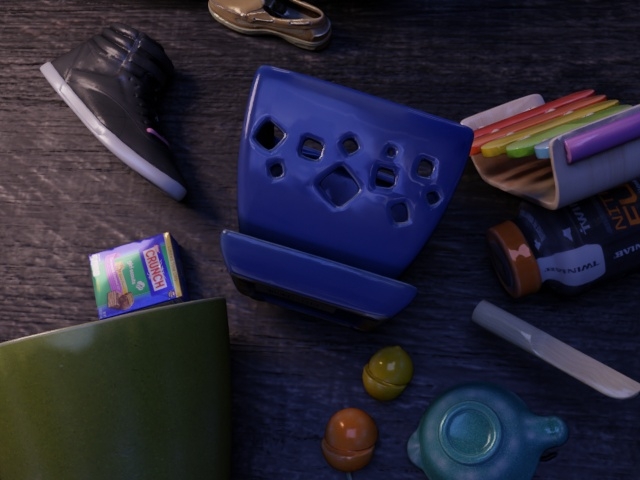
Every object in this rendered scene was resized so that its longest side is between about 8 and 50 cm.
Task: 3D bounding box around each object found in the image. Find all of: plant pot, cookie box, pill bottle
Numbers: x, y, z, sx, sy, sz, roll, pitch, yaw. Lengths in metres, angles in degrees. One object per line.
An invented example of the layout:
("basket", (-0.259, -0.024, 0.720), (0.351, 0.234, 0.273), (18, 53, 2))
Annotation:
("plant pot", (-0.200, 0.232, 0.768), (0.275, 0.275, 0.293), (-14, 85, 1))
("cookie box", (-0.227, 0.049, 0.934), (0.107, 0.040, 0.091), (-16, 68, 0))
("plant pot", (0.012, -0.026, 0.822), (0.236, 0.236, 0.212), (17, 79, 0))
("pill bottle", (0.318, -0.016, 0.848), (0.246, 0.130, 0.130), (-22, 69, -2))

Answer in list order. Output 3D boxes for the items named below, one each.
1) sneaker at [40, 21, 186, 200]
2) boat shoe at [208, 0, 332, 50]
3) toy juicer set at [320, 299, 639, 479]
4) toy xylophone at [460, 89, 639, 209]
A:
("sneaker", (-0.240, -0.186, 0.987), (0.147, 0.104, 0.296), (-43, 67, -4))
("boat shoe", (-0.074, -0.327, 1.038), (0.190, 0.072, 0.068), (17, 73, 12))
("toy juicer set", (0.151, 0.190, 0.822), (0.329, 0.089, 0.209), (-37, 57, 1))
("toy xylophone", (0.286, -0.117, 0.833), (0.236, 0.323, 0.081), (-22, 104, -9))
